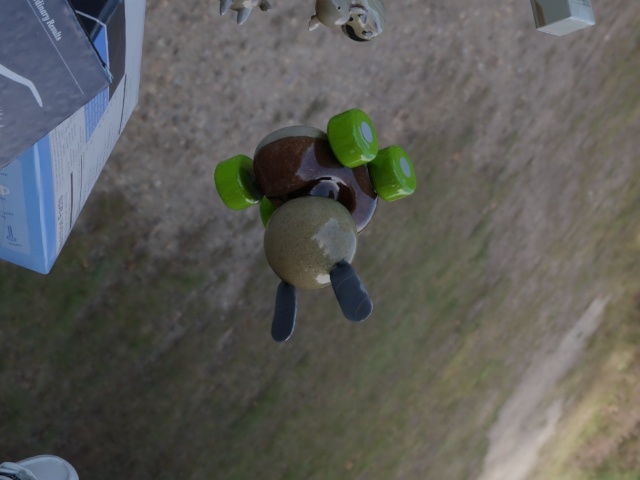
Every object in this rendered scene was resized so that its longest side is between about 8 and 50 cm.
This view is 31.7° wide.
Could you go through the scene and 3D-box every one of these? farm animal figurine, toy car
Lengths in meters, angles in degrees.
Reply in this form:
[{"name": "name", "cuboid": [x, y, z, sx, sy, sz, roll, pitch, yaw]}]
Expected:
[{"name": "farm animal figurine", "cuboid": [-0.046, -0.345, 1.371, 0.327, 0.330, 0.172, 138, -35, -69]}, {"name": "toy car", "cuboid": [0.000, 0.000, 1.042, 0.155, 0.188, 0.149, -20, 148, 26]}]

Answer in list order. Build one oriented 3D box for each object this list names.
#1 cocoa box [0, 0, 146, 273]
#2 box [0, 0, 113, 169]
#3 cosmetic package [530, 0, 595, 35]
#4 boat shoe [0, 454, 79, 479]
[{"name": "cocoa box", "cuboid": [-0.356, -0.164, 0.990, 0.231, 0.347, 0.228, 109, 1, -59]}, {"name": "box", "cuboid": [-0.258, -0.109, 0.709, 0.207, 0.108, 0.153, -40, 156, -12]}, {"name": "cosmetic package", "cuboid": [0.232, -0.266, 1.117, 0.041, 0.115, 0.060, -15, 171, 36]}, {"name": "boat shoe", "cuboid": [-0.308, 0.257, 1.080, 0.088, 0.096, 0.267, -61, 165, 21]}]
